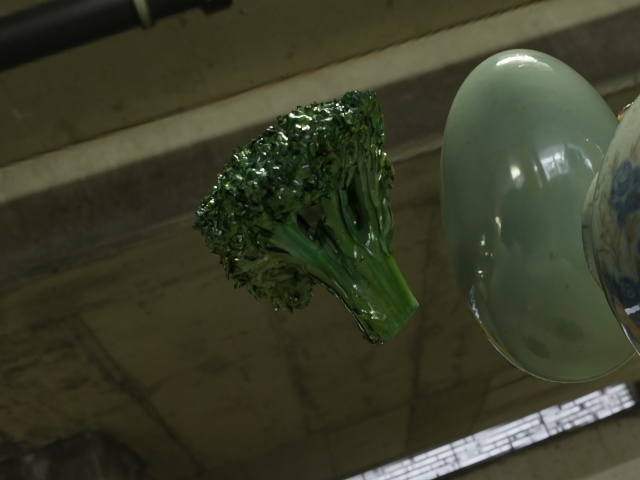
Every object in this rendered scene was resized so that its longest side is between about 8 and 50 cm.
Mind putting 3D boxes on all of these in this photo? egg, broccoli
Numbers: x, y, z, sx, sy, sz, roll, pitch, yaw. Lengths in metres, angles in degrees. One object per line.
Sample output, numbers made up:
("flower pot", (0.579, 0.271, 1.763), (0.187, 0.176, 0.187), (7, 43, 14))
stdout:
("egg", (0.247, -0.028, 1.022), (0.230, 0.371, 0.230), (-13, -2, 0))
("broccoli", (0.000, 0.000, 0.738), (0.194, 0.194, 0.220), (-2, -26, -34))

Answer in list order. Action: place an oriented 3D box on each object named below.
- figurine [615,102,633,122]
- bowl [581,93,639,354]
("figurine", (0.444, -0.039, 1.145), (0.181, 0.257, 0.208), (-30, -31, -17))
("bowl", (0.280, -0.011, 0.671), (0.313, 0.313, 0.146), (2, -2, -40))
